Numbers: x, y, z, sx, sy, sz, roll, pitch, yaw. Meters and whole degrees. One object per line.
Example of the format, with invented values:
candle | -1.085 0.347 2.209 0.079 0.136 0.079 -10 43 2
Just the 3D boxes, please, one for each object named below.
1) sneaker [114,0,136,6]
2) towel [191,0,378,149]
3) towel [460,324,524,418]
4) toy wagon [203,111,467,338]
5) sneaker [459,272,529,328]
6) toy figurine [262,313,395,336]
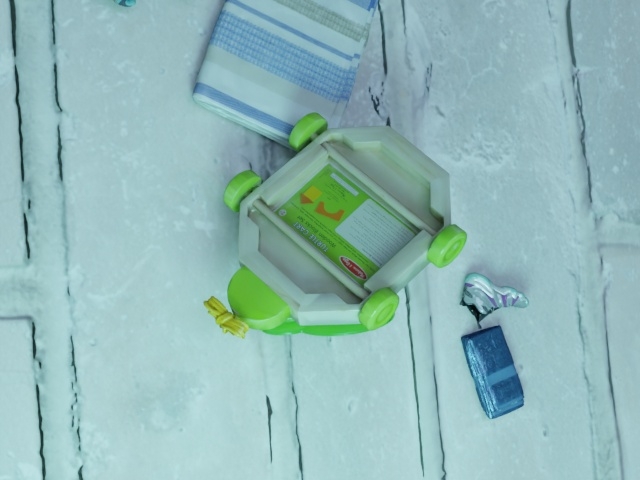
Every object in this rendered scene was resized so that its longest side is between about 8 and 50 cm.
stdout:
sneaker | -0.266 -0.356 1.752 0.283 0.110 0.122 -5 88 -24
towel | -0.040 -0.268 1.876 0.209 0.034 0.285 23 73 -19
towel | 0.239 0.179 1.930 0.067 0.029 0.119 -18 89 -25
toy wagon | 0.000 0.000 1.744 0.344 0.068 0.267 -42 65 -16
sneaker | 0.236 0.093 1.940 0.098 0.038 0.069 22 75 -9
toy figurine | 0.001 0.033 1.824 0.173 0.130 0.159 -7 70 0
